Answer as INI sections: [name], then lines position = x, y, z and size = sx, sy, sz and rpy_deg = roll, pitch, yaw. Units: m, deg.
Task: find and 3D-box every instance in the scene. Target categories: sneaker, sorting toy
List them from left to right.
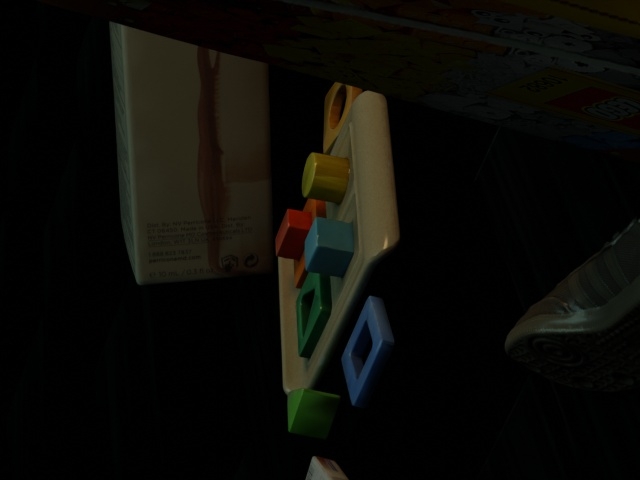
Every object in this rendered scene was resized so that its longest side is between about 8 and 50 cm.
[sorting toy]
position = 0.000, 0.000, 1.549
size = 0.348, 0.047, 0.196
rpy_deg = -93, 24, -43
[sneaker]
position = 0.165, 0.028, 1.013
size = 0.188, 0.066, 0.071
rpy_deg = -28, 34, 61

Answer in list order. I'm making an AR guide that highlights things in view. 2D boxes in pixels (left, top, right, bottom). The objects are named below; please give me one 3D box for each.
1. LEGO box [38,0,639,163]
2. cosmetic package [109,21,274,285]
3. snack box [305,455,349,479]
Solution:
[LEGO box]
position = 0.101, -0.323, 0.931
size = 0.193, 0.372, 0.500
rpy_deg = 166, 117, -71
[cosmetic package]
position = -0.115, -0.126, 1.720
size = 0.153, 0.129, 0.296
rpy_deg = -112, 19, -63
[snack box]
position = -0.015, 0.254, 1.446
size = 0.064, 0.022, 0.178
rpy_deg = -138, 63, -70
